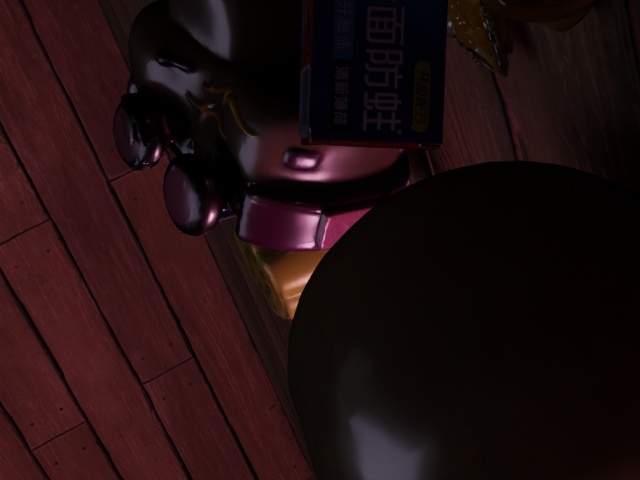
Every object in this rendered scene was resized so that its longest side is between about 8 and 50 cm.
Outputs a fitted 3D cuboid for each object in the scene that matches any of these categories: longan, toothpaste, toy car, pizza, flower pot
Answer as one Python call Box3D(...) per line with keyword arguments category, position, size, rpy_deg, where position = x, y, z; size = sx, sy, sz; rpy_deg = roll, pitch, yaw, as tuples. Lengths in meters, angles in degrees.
Box3D(category="longan", position=(0.128, 0.098, 0.692), size=(0.319, 0.319, 0.319), rpy_deg=(58, 167, 21))
Box3D(category="toothpaste", position=(0.032, -0.211, 0.574), size=(0.066, 0.076, 0.320), rpy_deg=(-137, 48, -82))
Box3D(category="toy car", position=(-0.044, -0.160, 1.027), size=(0.341, 0.271, 0.240), rpy_deg=(43, 131, 36))
Box3D(category="pizza", position=(0.099, -0.203, 0.755), size=(0.176, 0.036, 0.184), rpy_deg=(56, 165, 17))
Box3D(category="flower pot", position=(0.000, 0.000, 1.280), size=(0.195, 0.179, 0.195), rpy_deg=(55, 166, 21))

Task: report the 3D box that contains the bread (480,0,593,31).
Box3D(category="bread", position=(0.119, -0.195, 0.576), size=(0.134, 0.081, 0.225), rpy_deg=(60, 169, 5))

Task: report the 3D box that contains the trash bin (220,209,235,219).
Box3D(category="trash bin", position=(-0.172, -0.158, 1.644), size=(0.162, 0.184, 0.234), rpy_deg=(-120, 15, -57))
